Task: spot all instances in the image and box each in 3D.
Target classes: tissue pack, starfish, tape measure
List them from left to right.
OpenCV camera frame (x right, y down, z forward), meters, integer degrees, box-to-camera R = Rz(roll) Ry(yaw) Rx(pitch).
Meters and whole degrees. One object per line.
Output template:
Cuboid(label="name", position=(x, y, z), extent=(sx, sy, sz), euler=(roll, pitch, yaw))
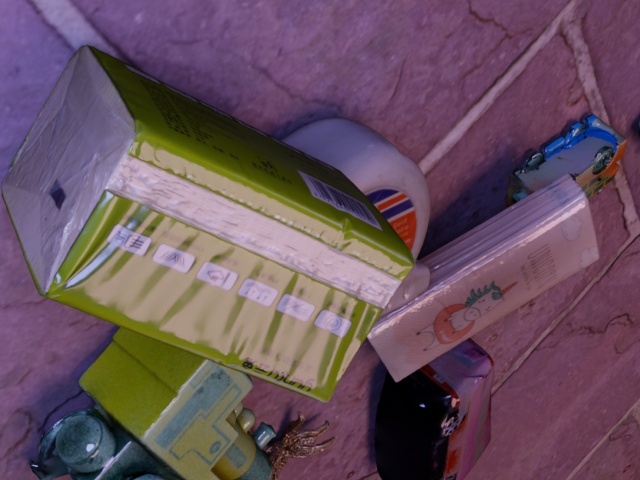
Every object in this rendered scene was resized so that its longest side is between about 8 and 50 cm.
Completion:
Cuboid(label="tissue pack", position=(-0.097, -0.013, 1.045), extent=(0.275, 0.200, 0.167), euler=(24, 105, -32))
Cuboid(label="starfish", position=(-0.048, 0.282, 1.665), extent=(0.133, 0.041, 0.130), euler=(28, 93, -52))
Cuboid(label="tape measure", position=(0.000, 0.000, 1.344), extent=(0.258, 0.130, 0.265), euler=(-25, 136, -33))
Cuboid(label="tissue pack", position=(0.206, 0.051, 1.632), extent=(0.325, 0.071, 0.170), euler=(-31, 146, 0))

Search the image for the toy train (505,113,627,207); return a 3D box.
Cuboid(label="toy train", position=(0.327, -0.089, 1.706), extent=(0.188, 0.072, 0.099), euler=(-35, 153, -21))

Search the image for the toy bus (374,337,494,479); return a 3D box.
Cuboid(label="toy bus", position=(0.165, 0.258, 1.823), extent=(0.147, 0.127, 0.302), euler=(-36, 147, -26))

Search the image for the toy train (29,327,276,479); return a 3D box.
Cuboid(label="toy train", position=(-0.151, 0.241, 1.393), extent=(0.237, 0.150, 0.369), euler=(-48, 147, -11))

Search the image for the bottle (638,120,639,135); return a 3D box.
Cuboid(label="bottle", position=(0.551, -0.143, 1.923), extent=(0.254, 0.079, 0.096), euler=(30, 61, -57))
